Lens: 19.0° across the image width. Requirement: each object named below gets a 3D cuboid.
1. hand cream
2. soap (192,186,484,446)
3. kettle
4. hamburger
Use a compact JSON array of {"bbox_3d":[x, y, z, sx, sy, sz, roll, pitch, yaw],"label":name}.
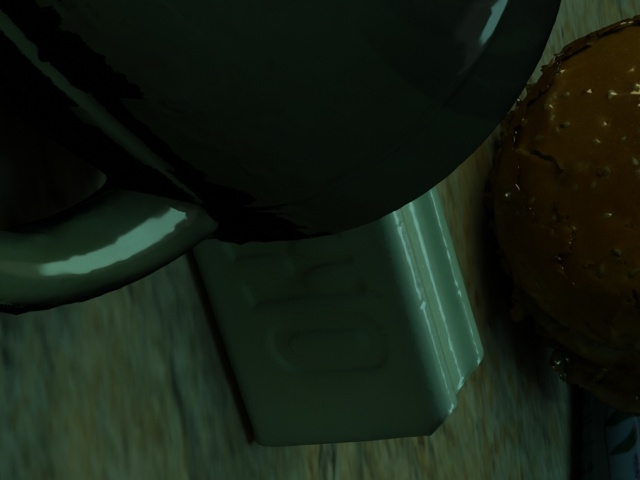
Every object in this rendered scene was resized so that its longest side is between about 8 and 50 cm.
[{"bbox_3d":[0.217,0.122,1.407,0.091,0.058,0.271,47,38,-52],"label":"hand cream"},{"bbox_3d":[0.000,0.000,0.947,0.066,0.119,0.198,-43,121,-55],"label":"soap"},{"bbox_3d":[-0.098,-0.128,0.735,0.324,0.228,0.321,37,82,-47],"label":"kettle"},{"bbox_3d":[0.230,-0.014,1.293,0.245,0.260,0.211,-43,154,-6],"label":"hamburger"}]
